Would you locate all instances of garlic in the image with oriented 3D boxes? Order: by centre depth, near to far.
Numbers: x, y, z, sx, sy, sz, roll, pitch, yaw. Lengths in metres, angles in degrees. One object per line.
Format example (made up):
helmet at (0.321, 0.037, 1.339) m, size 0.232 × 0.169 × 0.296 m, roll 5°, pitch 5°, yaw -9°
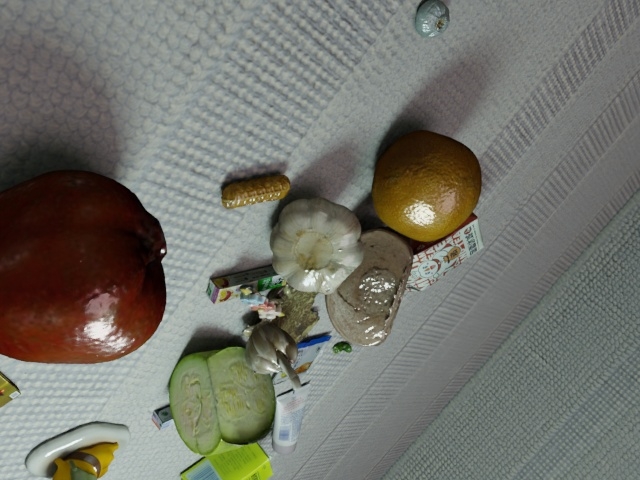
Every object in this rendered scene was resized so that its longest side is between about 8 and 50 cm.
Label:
garlic at (0.000, 0.000, 1.437) m, size 0.218 × 0.219 × 0.212 m, roll -58°, pitch -179°, yaw 20°
garlic at (-0.099, 0.282, 1.565) m, size 0.131 × 0.194 × 0.127 m, roll -31°, pitch 150°, yaw -29°

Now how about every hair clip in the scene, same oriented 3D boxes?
hair clip at (-0.131, 0.147, 1.479) m, size 0.062 × 0.056 × 0.214 m, roll -7°, pitch 164°, yaw 19°

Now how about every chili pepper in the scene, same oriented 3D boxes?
chili pepper at (0.068, 0.337, 2.032) m, size 0.030 × 0.034 × 0.091 m, roll -23°, pitch 162°, yaw 32°

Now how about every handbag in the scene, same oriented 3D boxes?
handbag at (0.293, 0.014, 1.811) m, size 0.298 × 0.151 × 0.171 m, roll -34°, pitch 142°, yaw -2°

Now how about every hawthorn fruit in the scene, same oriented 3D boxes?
hawthorn fruit at (-0.368, 0.044, 0.934) m, size 0.311 × 0.295 × 0.295 m, roll -31°, pitch 146°, yaw -28°

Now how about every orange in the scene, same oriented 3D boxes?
orange at (0.241, -0.123, 1.497) m, size 0.264 × 0.264 × 0.264 m, roll -30°, pitch 146°, yaw -23°

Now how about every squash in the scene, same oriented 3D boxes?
squash at (-0.189, 0.380, 1.587) m, size 0.309 × 0.233 × 0.210 m, roll 0°, pitch 159°, yaw -44°

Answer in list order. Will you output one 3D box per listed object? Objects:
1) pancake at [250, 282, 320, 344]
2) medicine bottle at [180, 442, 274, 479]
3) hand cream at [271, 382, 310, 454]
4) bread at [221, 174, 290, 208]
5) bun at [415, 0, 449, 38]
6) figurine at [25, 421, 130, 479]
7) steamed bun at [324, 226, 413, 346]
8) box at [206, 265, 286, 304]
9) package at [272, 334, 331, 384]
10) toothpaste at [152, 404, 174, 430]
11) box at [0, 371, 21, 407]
pancake at (-0.066, 0.184, 1.689) m, size 0.286 × 0.033 × 0.288 m, roll -41°, pitch 149°, yaw -10°
medicine bottle at (-0.278, 0.701, 1.945) m, size 0.250 × 0.141 × 0.137 m, roll -31°, pitch 143°, yaw -21°
hand cream at (-0.104, 0.569, 2.066) m, size 0.133 × 0.083 × 0.247 m, roll -14°, pitch 127°, yaw -41°
bread at (-0.126, -0.097, 1.275) m, size 0.157 × 0.044 × 0.052 m, roll -16°, pitch 142°, yaw -38°
bun at (0.224, -0.437, 1.283) m, size 0.083 × 0.045 × 0.083 m, roll -30°, pitch 141°, yaw -27°
figurine at (-0.512, 0.514, 1.451) m, size 0.250 × 0.141 × 0.166 m, roll -5°, pitch 130°, yaw -47°
steamed bun at (0.112, 0.104, 1.627) m, size 0.251 × 0.199 × 0.301 m, roll -35°, pitch 142°, yaw -80°
box at (-0.160, 0.095, 1.464) m, size 0.207 × 0.041 × 0.049 m, roll -12°, pitch 137°, yaw -41°
package at (-0.058, 0.351, 1.895) m, size 0.171 × 0.027 × 0.173 m, roll -5°, pitch 134°, yaw -47°
toothpaste at (-0.328, 0.424, 1.648) m, size 0.196 × 0.047 × 0.040 m, roll -17°, pitch 135°, yaw -39°
box at (-0.625, 0.293, 1.172) m, size 0.133 × 0.023 × 0.090 m, roll -35°, pitch 149°, yaw -16°
